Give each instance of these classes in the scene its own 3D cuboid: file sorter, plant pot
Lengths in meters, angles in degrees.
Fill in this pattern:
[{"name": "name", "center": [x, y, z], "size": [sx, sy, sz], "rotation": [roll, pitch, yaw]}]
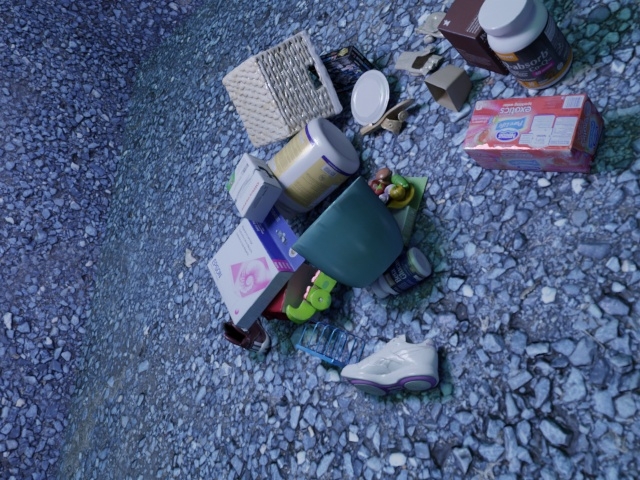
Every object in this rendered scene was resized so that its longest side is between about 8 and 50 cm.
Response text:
[{"name": "file sorter", "center": [0.034, 0.320, 1.621], "size": [0.170, 0.118, 0.104], "rotation": [11, 75, 47]}, {"name": "plant pot", "center": [0.411, -0.489, 1.657], "size": [0.096, 0.109, 0.109], "rotation": [-47, 43, 0]}, {"name": "plant pot", "center": [0.097, -0.002, 1.529], "size": [0.293, 0.235, 0.293], "rotation": [-45, 3, 3]}]

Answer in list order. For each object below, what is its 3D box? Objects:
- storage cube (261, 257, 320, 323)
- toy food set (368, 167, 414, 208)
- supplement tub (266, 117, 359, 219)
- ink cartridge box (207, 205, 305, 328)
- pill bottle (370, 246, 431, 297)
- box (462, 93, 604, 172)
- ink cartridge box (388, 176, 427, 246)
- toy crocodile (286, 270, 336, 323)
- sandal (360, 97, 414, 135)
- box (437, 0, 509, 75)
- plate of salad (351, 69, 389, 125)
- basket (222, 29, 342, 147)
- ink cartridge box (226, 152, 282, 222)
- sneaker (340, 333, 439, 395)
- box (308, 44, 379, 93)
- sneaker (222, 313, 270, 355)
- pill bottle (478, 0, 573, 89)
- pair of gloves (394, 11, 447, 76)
[{"name": "storage cube", "center": [-0.115, 0.172, 1.792], "size": [0.193, 0.184, 0.214], "rotation": [-2, 69, 43]}, {"name": "toy food set", "center": [0.207, -0.174, 1.673], "size": [0.128, 0.071, 0.218], "rotation": [-38, 34, 1]}, {"name": "supplement tub", "center": [-0.050, -0.252, 1.894], "size": [0.331, 0.241, 0.241], "rotation": [-39, 47, 25]}, {"name": "ink cartridge box", "center": [-0.223, 0.069, 1.763], "size": [0.330, 0.071, 0.324], "rotation": [-52, 43, 14]}, {"name": "pill bottle", "center": [0.231, 0.101, 1.545], "size": [0.169, 0.094, 0.094], "rotation": [-37, 48, 27]}, {"name": "box", "center": [0.549, -0.274, 1.374], "size": [0.300, 0.142, 0.154], "rotation": [11, 78, 48]}, {"name": "ink cartridge box", "center": [0.232, -0.103, 1.678], "size": [0.171, 0.056, 0.235], "rotation": [8, 78, 47]}, {"name": "toy crocodile", "center": [0.019, 0.125, 1.686], "size": [0.340, 0.105, 0.115], "rotation": [-55, 0, -12]}, {"name": "sandal", "center": [0.244, -0.398, 1.815], "size": [0.240, 0.088, 0.079], "rotation": [-25, 86, 44]}, {"name": "box", "center": [0.496, -0.628, 1.559], "size": [0.168, 0.203, 0.167], "rotation": [-56, 43, 10]}, {"name": "plate of salad", "center": [0.185, -0.519, 1.919], "size": [0.200, 0.048, 0.199], "rotation": [3, 93, 52]}, {"name": "basket", "center": [-0.155, -0.560, 2.000], "size": [0.266, 0.328, 0.331], "rotation": [-34, 18, -27]}, {"name": "ink cartridge box", "center": [-0.231, -0.180, 1.808], "size": [0.153, 0.087, 0.208], "rotation": [-55, 41, 21]}, {"name": "sneaker", "center": [0.197, 0.347, 1.469], "size": [0.305, 0.114, 0.152], "rotation": [-15, 47, 35]}, {"name": "box", "center": [0.088, -0.645, 1.998], "size": [0.220, 0.175, 0.051], "rotation": [-1, 67, 45]}, {"name": "sneaker", "center": [-0.304, 0.302, 1.932], "size": [0.106, 0.163, 0.281], "rotation": [-58, 42, 7]}, {"name": "pill bottle", "center": [0.548, -0.541, 1.406], "size": [0.162, 0.278, 0.162], "rotation": [-23, 55, 37]}, {"name": "pair of gloves", "center": [0.376, -0.687, 1.830], "size": [0.240, 0.042, 0.204], "rotation": [-56, 42, 8]}]
